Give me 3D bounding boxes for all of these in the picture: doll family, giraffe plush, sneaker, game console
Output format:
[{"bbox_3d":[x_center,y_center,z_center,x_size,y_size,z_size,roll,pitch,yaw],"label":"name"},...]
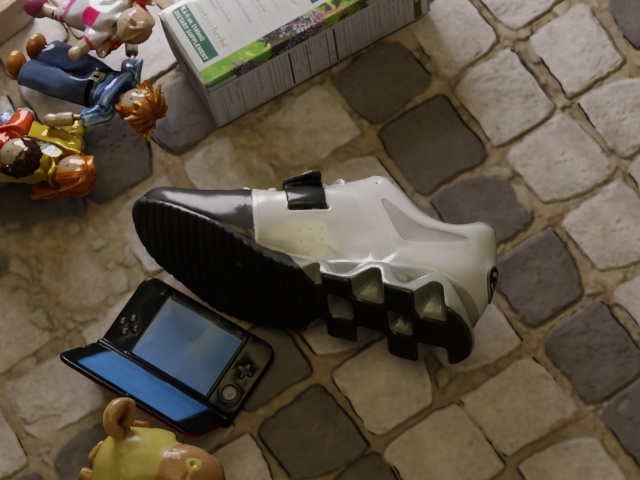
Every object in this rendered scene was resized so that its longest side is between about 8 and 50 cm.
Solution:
[{"bbox_3d":[-0.232,-0.125,1.821,0.163,0.118,0.263,25,67,32],"label":"doll family"},{"bbox_3d":[-0.144,0.234,1.635,0.210,0.181,0.170,20,58,-6],"label":"giraffe plush"},{"bbox_3d":[0.000,0.000,1.752,0.330,0.122,0.146,17,52,12],"label":"sneaker"},{"bbox_3d":[-0.132,0.100,1.726,0.144,0.085,0.124,30,74,15],"label":"game console"}]

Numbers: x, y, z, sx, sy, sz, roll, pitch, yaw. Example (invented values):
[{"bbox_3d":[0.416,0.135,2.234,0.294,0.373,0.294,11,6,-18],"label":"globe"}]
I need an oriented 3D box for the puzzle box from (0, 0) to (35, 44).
[{"bbox_3d":[-0.504,-0.282,1.932,0.272,0.052,0.409,-39,70,-11],"label":"puzzle box"}]

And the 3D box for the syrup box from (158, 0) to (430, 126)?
[{"bbox_3d":[-0.021,-0.214,1.838,0.237,0.096,0.093,-30,68,-6],"label":"syrup box"}]
